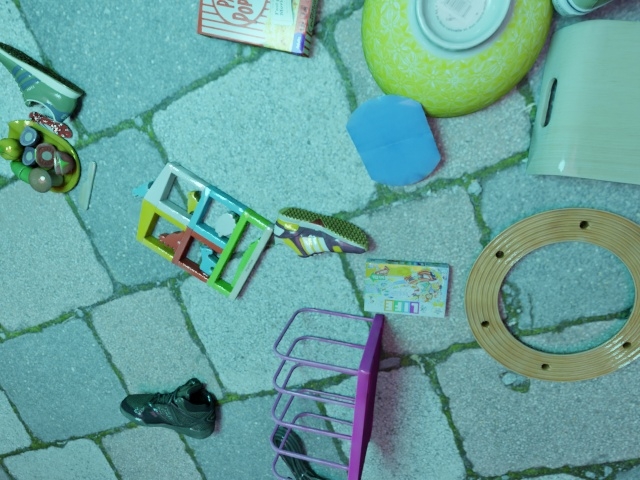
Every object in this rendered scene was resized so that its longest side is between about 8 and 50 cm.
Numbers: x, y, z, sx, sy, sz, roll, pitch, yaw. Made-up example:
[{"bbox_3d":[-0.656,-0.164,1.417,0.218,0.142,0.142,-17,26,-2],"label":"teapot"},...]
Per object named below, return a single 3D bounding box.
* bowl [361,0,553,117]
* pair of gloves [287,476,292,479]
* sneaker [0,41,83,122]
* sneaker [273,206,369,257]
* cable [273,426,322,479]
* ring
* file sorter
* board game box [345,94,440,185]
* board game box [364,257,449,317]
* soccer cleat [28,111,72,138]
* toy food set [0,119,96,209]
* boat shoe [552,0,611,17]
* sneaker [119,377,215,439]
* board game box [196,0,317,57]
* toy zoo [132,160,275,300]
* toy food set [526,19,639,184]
[{"bbox_3d":[0.194,-0.325,0.579,0.289,0.156,0.290,4,107,12],"label":"bowl"},{"bbox_3d":[-0.055,0.601,0.965,0.074,0.010,0.083,41,144,27],"label":"pair of gloves"},{"bbox_3d":[-0.572,-0.306,0.798,0.192,0.064,0.086,32,106,-2],"label":"sneaker"},{"bbox_3d":[0.000,0.000,0.775,0.185,0.069,0.084,21,119,12],"label":"sneaker"},{"bbox_3d":[-0.022,0.565,0.970,0.287,0.072,0.139,53,137,7],"label":"cable"},{"bbox_3d":[0.433,0.103,0.726,0.336,0.032,0.337,4,107,12],"label":"ring"},{"bbox_3d":[0.010,0.304,0.793,0.182,0.202,0.291,8,108,13],"label":"file sorter"},{"bbox_3d":[0.128,-0.174,0.695,0.133,0.033,0.169,-11,125,33],"label":"board game box"},{"bbox_3d":[0.163,0.091,0.783,0.154,0.026,0.104,3,108,11],"label":"board game box"},{"bbox_3d":[-0.555,-0.238,0.838,0.083,0.035,0.029,26,88,-21],"label":"soccer cleat"},{"bbox_3d":[-0.584,-0.160,0.843,0.217,0.071,0.128,32,111,1],"label":"toy food set"},{"bbox_3d":[0.445,-0.386,0.504,0.302,0.094,0.109,-37,113,5],"label":"boat shoe"},{"bbox_3d":[-0.355,0.377,0.955,0.227,0.087,0.130,13,107,5],"label":"sneaker"},{"bbox_3d":[-0.102,-0.403,0.677,0.193,0.045,0.147,14,109,8],"label":"board game box"},{"bbox_3d":[-0.258,-0.028,0.835,0.293,0.030,0.192,32,111,2],"label":"toy zoo"},{"bbox_3d":[0.490,-0.188,0.603,0.306,0.092,0.220,9,97,8],"label":"toy food set"}]
